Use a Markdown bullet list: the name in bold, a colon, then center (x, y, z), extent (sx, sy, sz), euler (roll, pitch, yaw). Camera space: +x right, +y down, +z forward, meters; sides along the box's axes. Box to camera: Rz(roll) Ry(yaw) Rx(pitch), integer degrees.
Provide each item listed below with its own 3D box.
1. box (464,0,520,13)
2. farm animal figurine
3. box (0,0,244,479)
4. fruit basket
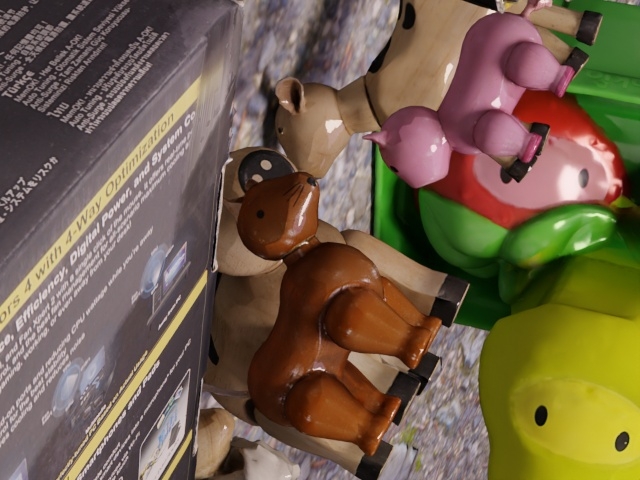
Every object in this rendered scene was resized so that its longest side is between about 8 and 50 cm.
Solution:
- **box**: center (-0.025, -0.248, 0.383), extent (0.079, 0.257, 0.322), euler (-45, 149, -44)
- **farm animal figurine**: center (0.000, 0.000, 0.821), extent (0.330, 0.172, 0.327), euler (-55, 168, -46)
- **box**: center (-0.159, 0.138, 0.444), extent (0.395, 0.097, 0.318), euler (-56, 165, -39)
- **fruit basket**: center (0.205, 0.026, 1.017), extent (0.392, 0.392, 0.283), euler (-49, 152, -37)
